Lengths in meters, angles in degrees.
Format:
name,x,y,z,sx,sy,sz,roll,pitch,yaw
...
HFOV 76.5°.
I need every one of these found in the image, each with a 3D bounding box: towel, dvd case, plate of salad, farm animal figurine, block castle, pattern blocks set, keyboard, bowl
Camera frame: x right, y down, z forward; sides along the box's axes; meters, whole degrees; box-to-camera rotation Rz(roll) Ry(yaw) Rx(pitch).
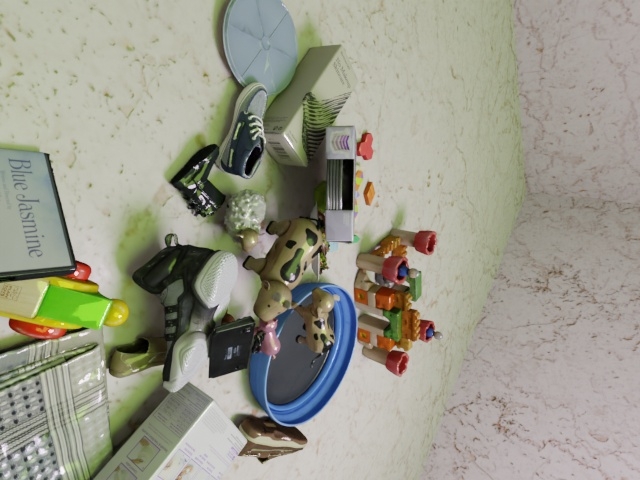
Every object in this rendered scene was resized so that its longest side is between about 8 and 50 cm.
name,x,y,z,sx,sy,sz,roll,pitch,yaw
towel,-0.454,0.307,0.584,0.312,0.056,0.324,-16,113,-49
dvd case,-0.429,-0.031,0.453,0.253,0.022,0.180,-5,69,-52
plate of salad,0.000,0.000,1.005,0.200,0.048,0.199,179,-90,-87
farm animal figurine,-0.073,0.094,0.844,0.330,0.172,0.326,22,81,-35
block castle,0.290,0.209,1.398,0.303,0.213,0.453,-31,125,-44
pattern blocks set,0.080,-0.135,1.170,0.285,0.026,0.324,-25,120,-47
keyboard,-0.157,0.200,0.766,0.108,0.023,0.180,-10,141,-25
bowl,-0.036,0.301,1.112,0.391,0.077,0.391,-20,116,-48

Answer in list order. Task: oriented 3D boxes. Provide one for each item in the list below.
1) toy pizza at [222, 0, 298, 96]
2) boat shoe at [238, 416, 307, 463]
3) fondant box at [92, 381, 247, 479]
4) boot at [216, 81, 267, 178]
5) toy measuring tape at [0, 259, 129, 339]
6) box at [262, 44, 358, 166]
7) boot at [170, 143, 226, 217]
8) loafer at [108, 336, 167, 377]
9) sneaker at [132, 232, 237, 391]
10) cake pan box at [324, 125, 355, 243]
name,x,y,z,sx,sy,sz,roll,pitch,yaw
toy pizza,-0.120,-0.396,0.819,0.201,0.032,0.201,-22,119,-47
boat shoe,-0.136,0.524,1.054,0.095,0.095,0.257,-55,134,-5
fondant box,-0.304,0.462,0.763,0.330,0.096,0.238,-51,148,-32
boot,-0.131,-0.213,0.793,0.069,0.086,0.190,17,96,-54
toy measuring tape,-0.424,0.053,0.534,0.330,0.121,0.121,24,81,-30
box,-0.026,-0.306,0.918,0.275,0.094,0.113,-62,141,-18
boot,-0.215,-0.110,0.774,0.121,0.045,0.099,-52,135,-19
loafer,-0.307,0.200,0.740,0.148,0.056,0.050,-18,121,-49
sneaker,-0.254,0.121,0.714,0.268,0.153,0.101,-68,168,9
cake pan box,0.051,-0.133,0.952,0.267,0.070,0.245,-66,155,-78
